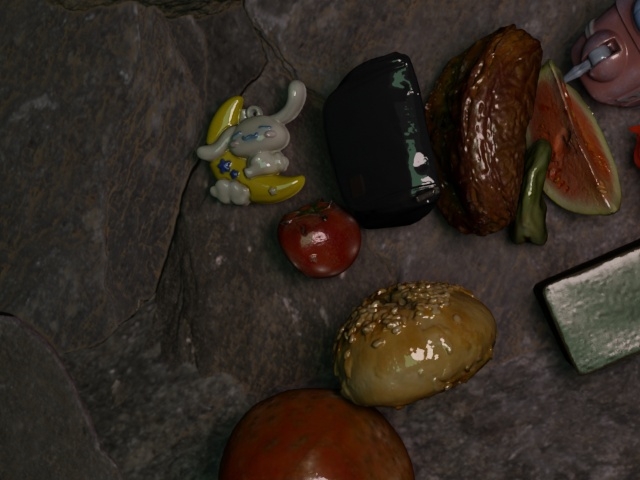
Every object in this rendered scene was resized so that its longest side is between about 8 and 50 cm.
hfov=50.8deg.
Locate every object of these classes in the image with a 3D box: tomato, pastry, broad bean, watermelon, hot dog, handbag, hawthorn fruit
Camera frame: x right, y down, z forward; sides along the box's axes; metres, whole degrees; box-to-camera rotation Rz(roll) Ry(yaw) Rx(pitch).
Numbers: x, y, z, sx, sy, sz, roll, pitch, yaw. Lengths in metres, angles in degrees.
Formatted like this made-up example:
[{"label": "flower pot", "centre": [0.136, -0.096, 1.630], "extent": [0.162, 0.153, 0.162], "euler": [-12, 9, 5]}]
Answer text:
[{"label": "tomato", "centre": [0.000, 0.000, 1.344], "extent": [0.167, 0.167, 0.168], "euler": [0, 89, 10]}, {"label": "pastry", "centre": [0.164, 0.167, 1.229], "extent": [0.315, 0.284, 0.184], "euler": [-24, 97, -30]}, {"label": "broad bean", "centre": [0.395, -0.084, 1.267], "extent": [0.072, 0.153, 0.207], "euler": [0, 119, 12]}, {"label": "watermelon", "centre": [0.490, -0.181, 1.271], "extent": [0.128, 0.159, 0.304], "euler": [-15, 79, -14]}, {"label": "hot dog", "centre": [0.293, -0.203, 1.251], "extent": [0.174, 0.267, 0.388], "euler": [9, 89, -8]}, {"label": "handbag", "centre": [0.103, -0.174, 1.261], "extent": [0.177, 0.275, 0.302], "euler": [-11, 87, 1]}, {"label": "hawthorn fruit", "centre": [-0.018, 0.468, 1.221], "extent": [0.402, 0.403, 0.403], "euler": [0, 89, 10]}]

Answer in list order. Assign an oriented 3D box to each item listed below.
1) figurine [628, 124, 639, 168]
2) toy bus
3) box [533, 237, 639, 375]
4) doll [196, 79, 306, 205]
[{"label": "figurine", "centre": [0.674, -0.152, 1.201], "extent": [0.208, 0.181, 0.257], "euler": [43, 84, -22]}, {"label": "toy bus", "centre": [0.579, -0.353, 1.169], "extent": [0.231, 0.294, 0.197], "euler": [-14, 77, -35]}, {"label": "box", "centre": [0.561, 0.114, 1.247], "extent": [0.273, 0.143, 0.184], "euler": [-25, 85, 10]}, {"label": "doll", "centre": [-0.136, -0.191, 1.387], "extent": [0.252, 0.111, 0.238], "euler": [-9, 86, 18]}]
